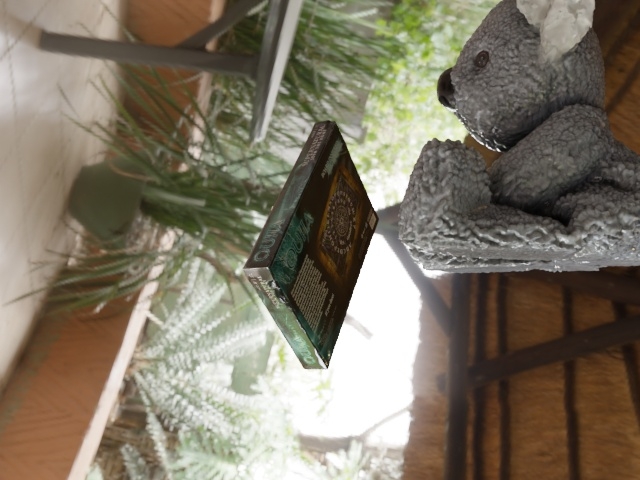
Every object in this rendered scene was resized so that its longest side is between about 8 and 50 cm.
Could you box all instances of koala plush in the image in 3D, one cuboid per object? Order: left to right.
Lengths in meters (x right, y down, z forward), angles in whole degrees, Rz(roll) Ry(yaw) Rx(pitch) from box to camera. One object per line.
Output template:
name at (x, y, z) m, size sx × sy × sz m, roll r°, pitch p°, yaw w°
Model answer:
koala plush at (0.168, -0.091, 0.556) m, size 0.196 × 0.203 × 0.221 m, roll 42°, pitch 49°, yaw -77°

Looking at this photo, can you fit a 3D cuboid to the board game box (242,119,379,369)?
board game box at (0.000, 0.000, 0.620) m, size 0.126 × 0.026 × 0.186 m, roll 63°, pitch 35°, yaw -36°

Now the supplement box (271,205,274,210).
supplement box at (-0.035, -0.040, 1.288) m, size 0.062 × 0.098 × 0.036 m, roll 30°, pitch -62°, yaw 39°
